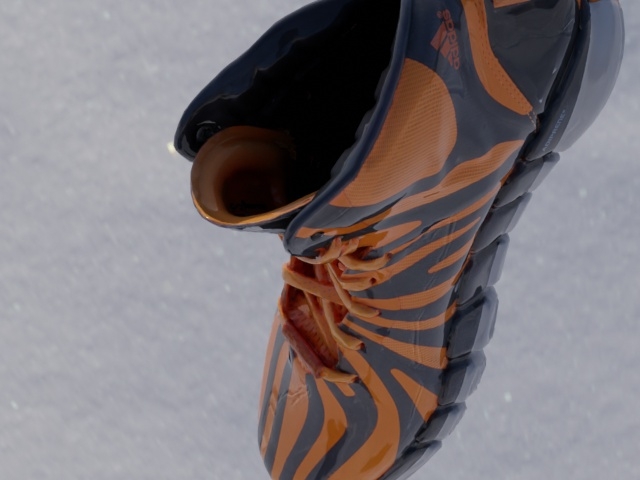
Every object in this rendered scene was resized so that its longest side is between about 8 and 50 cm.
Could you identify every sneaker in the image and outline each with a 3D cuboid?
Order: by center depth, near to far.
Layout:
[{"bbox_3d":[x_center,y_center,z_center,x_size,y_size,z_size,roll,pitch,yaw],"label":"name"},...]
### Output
[{"bbox_3d":[0.000,0.000,0.891,0.180,0.321,0.124,-11,41,-45],"label":"sneaker"}]
